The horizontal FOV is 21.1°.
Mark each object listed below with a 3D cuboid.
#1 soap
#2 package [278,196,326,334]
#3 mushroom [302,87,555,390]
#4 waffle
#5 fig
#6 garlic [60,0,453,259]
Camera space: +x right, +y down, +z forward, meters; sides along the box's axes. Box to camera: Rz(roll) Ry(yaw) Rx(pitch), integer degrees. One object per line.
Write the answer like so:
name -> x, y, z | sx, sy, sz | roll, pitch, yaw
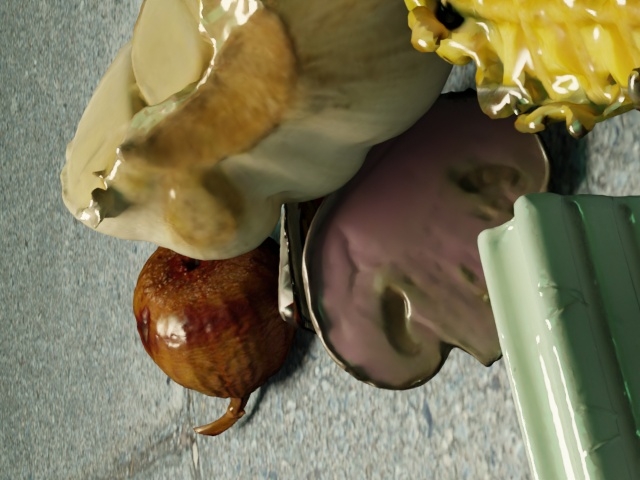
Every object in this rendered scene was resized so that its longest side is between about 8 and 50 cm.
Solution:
soap -> 0.160, 0.075, 0.869 | 0.066, 0.119, 0.198 | 130, 135, -55
package -> 0.000, 0.000, 1.178 | 0.239, 0.030, 0.154 | 61, -154, -76
mushroom -> 0.068, -0.002, 1.061 | 0.188, 0.141, 0.117 | -58, 4, 5
waffle -> 0.090, -0.150, 0.730 | 0.262, 0.060, 0.280 | 53, 157, 27
fig -> -0.076, 0.093, 1.387 | 0.146, 0.133, 0.201 | -77, -18, -59
garlic -> -0.023, -0.117, 0.986 | 0.203, 0.184, 0.281 | -99, 31, -52
